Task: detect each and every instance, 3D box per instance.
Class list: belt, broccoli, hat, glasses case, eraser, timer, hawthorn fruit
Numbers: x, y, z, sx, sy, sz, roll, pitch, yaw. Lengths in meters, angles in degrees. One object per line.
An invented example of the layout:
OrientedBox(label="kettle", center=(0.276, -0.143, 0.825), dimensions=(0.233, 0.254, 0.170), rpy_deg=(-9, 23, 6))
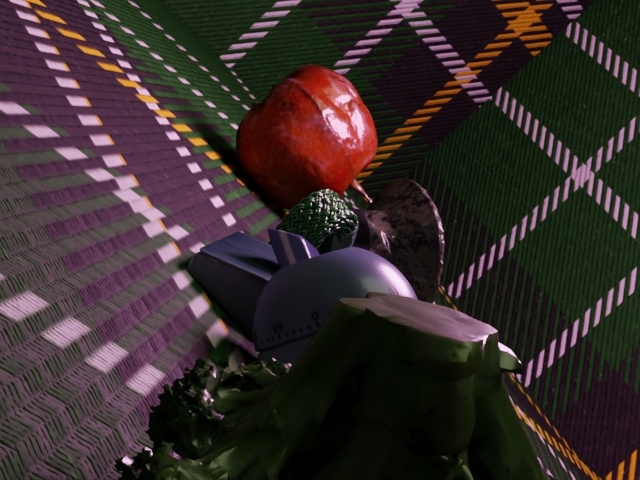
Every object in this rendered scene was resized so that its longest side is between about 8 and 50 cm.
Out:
OrientedBox(label="belt", center=(0.000, 0.000, 1.746), dimensions=(0.079, 0.121, 0.151), rpy_deg=(47, 2, 17))
OrientedBox(label="broccoli", center=(0.028, 0.143, 0.691), dimensions=(0.269, 0.241, 0.261), rpy_deg=(20, 18, 19))
OrientedBox(label="hat", center=(0.063, 0.022, 1.880), dimensions=(0.128, 0.265, 0.265), rpy_deg=(10, 23, -22))
OrientedBox(label="glasses case", center=(-0.070, 0.034, 1.384), dimensions=(0.105, 0.056, 0.266), rpy_deg=(48, 6, 0))
OrientedBox(label="eraser", center=(0.005, 0.089, 1.327), dimensions=(0.082, 0.036, 0.225), rpy_deg=(47, 22, -74))
OrientedBox(label="timer", center=(0.048, 0.120, 1.180), dimensions=(0.255, 0.175, 0.175), rpy_deg=(49, 7, 10))
OrientedBox(label="hawthorn fruit", center=(-0.002, -0.144, 2.112), dimensions=(0.271, 0.242, 0.242), rpy_deg=(47, 7, -1))
